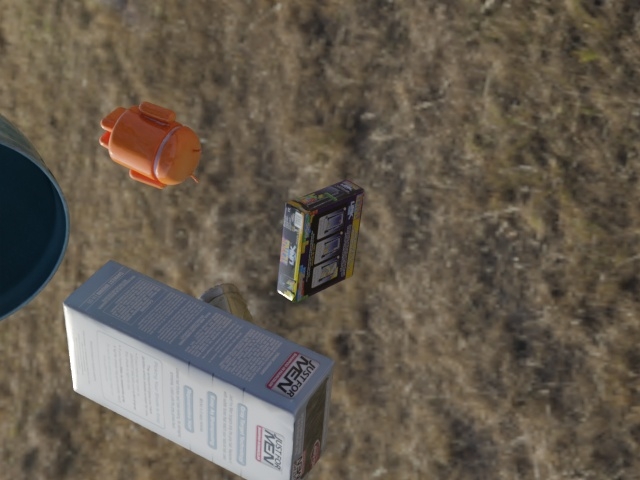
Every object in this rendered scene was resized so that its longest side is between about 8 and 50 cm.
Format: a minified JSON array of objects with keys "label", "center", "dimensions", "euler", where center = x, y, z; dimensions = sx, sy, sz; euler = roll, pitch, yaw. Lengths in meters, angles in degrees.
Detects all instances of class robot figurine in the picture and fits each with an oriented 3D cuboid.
[{"label":"robot figurine","center":[-0.333,-0.188,2.149],"dimensions":[0.219,0.128,0.158],"euler":[25,92,14]}]

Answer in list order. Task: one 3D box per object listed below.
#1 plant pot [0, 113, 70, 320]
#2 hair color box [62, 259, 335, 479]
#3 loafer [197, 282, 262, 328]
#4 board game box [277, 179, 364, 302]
[{"label":"plant pot","center":[-0.447,-0.056,1.205],"dimensions":[0.196,0.293,0.293],"euler":[60,135,43]},{"label":"hair color box","center":[-0.172,0.190,1.503],"dimensions":[0.375,0.113,0.185],"euler":[23,134,20]},{"label":"loafer","center":[-0.131,0.177,1.743],"dimensions":[0.092,0.102,0.268],"euler":[63,179,39]},{"label":"board game box","center":[0.000,0.000,1.750],"dimensions":[0.048,0.141,0.170],"euler":[30,127,33]}]
